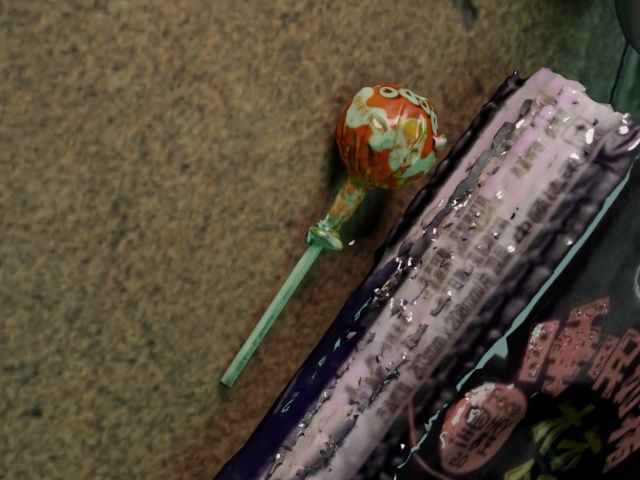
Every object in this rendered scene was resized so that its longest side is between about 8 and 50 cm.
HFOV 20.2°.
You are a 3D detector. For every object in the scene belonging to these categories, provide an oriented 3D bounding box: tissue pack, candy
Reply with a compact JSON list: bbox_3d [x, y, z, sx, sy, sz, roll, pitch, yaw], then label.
[{"bbox_3d":[0.098,0.095,1.002,0.332,0.123,0.245,-52,140,-5],"label":"tissue pack"},{"bbox_3d":[0.000,0.000,0.940,0.055,0.049,0.185,33,93,-13],"label":"candy"}]

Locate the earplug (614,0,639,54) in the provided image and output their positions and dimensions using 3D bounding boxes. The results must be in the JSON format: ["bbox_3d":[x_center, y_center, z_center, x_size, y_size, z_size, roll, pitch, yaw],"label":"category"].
[{"bbox_3d":[0.186,-0.263,0.888,0.185,0.185,0.324,-41,125,-18],"label":"earplug"}]
